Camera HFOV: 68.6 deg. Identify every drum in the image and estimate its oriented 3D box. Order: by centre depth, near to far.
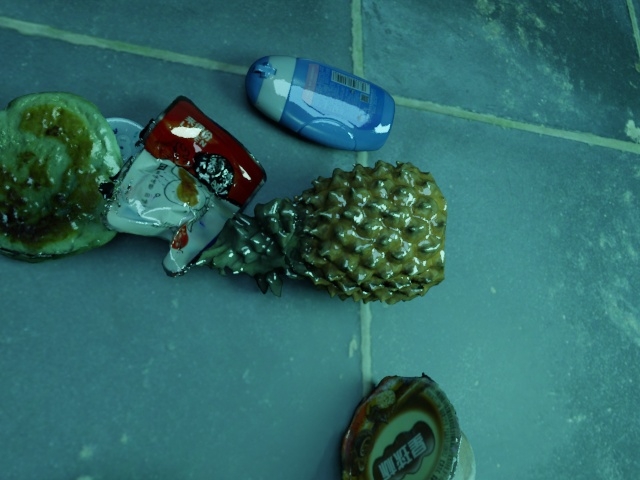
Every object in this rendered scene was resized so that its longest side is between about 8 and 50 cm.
[{"bbox_3d":[-0.279,-0.064,0.699,0.129,0.049,0.253,-19,81,-23],"label":"drum"}]

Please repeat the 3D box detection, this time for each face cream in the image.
[{"bbox_3d":[-0.003,-0.244,0.826,0.263,0.083,0.149,16,69,-14],"label":"face cream"}]

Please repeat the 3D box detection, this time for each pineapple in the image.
[{"bbox_3d":[0.000,-0.001,0.702,0.356,0.223,0.223,-7,77,-11],"label":"pineapple"}]

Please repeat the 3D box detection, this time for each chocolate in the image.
[{"bbox_3d":[0.141,0.314,0.684,0.147,0.221,0.221,41,63,-34],"label":"chocolate"}]

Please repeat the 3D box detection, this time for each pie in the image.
[{"bbox_3d":[-0.370,-0.084,0.638,0.240,0.054,0.241,0,89,-1],"label":"pie"}]

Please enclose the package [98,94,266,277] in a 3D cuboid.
[{"bbox_3d":[-0.194,-0.079,0.684,0.194,0.071,0.270,51,36,-29],"label":"package"}]
